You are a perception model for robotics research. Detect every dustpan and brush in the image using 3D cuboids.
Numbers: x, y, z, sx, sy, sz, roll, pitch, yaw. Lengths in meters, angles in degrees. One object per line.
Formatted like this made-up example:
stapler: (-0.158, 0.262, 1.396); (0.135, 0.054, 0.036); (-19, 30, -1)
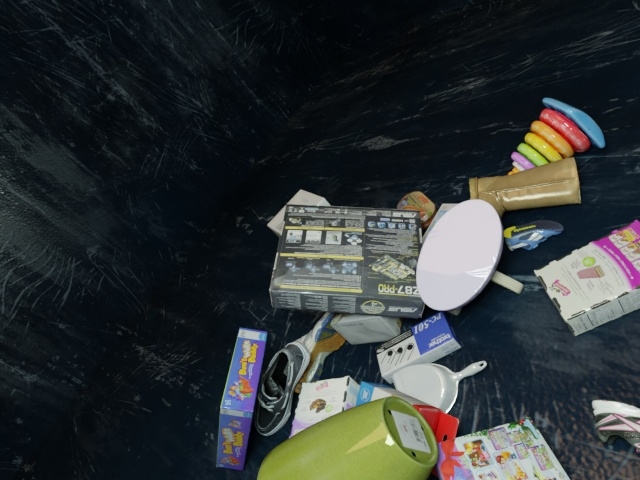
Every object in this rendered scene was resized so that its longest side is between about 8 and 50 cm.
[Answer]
dustpan and brush: (0.282, 0.327, 1.073); (0.211, 0.060, 0.147); (-40, 43, 23)

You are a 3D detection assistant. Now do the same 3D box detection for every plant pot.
plant pot: (0.073, 0.437, 0.890); (0.293, 0.275, 0.274); (-49, 26, 22)

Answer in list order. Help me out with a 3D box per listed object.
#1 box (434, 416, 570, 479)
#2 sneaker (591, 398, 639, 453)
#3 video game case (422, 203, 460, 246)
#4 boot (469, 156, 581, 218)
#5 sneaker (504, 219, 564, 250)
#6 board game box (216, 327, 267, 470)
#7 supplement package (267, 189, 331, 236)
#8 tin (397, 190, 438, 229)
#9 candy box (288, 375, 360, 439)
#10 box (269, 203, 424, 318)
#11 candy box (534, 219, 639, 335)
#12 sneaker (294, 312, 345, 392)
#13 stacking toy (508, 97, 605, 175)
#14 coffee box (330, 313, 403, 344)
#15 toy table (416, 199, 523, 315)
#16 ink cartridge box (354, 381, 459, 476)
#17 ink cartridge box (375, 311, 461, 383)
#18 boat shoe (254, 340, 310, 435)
box: (0.329, 0.455, 0.775); (0.201, 0.057, 0.293); (-14, 33, -1)
sneaker: (0.548, 0.317, 0.769); (0.178, 0.072, 0.077); (-16, 51, 51)
video game case: (0.402, -0.027, 1.403); (0.193, 0.023, 0.212); (6, 55, 53)
boot: (0.542, -0.094, 1.240); (0.270, 0.089, 0.235); (-8, 70, 24)
sneaker: (0.544, -0.012, 1.193); (0.144, 0.059, 0.053); (-12, 27, 13)
board game box: (-0.216, 0.440, 1.281); (0.233, 0.078, 0.347); (-84, 6, -48)
supplement package: (0.000, 0.000, 1.576); (0.175, 0.293, 0.178); (-48, 31, -9)
tin: (0.328, -0.102, 1.574); (0.106, 0.040, 0.189); (-42, 30, 10)
candy box: (0.011, 0.462, 1.203); (0.165, 0.070, 0.196); (-21, 38, 35)
box: (0.080, 0.044, 1.282); (0.396, 0.097, 0.318); (3, 48, 4)
candy box: (0.602, 0.079, 0.984); (0.234, 0.071, 0.159); (-31, 33, 19)
sneaker: (-0.022, 0.304, 1.402); (0.296, 0.112, 0.131); (-52, 31, -16)
stacking toy: (0.613, -0.236, 1.323); (0.301, 0.175, 0.165); (-49, 21, 19)
coffee box: (0.160, 0.144, 1.379); (0.168, 0.119, 0.297); (-16, 40, 37)
toy table: (0.360, 0.052, 1.143); (0.252, 0.161, 0.274); (40, 99, 35)
ink cartridge box: (0.176, 0.412, 1.025); (0.231, 0.078, 0.134); (6, 78, 53)
ink cartridge box: (0.244, 0.273, 1.190); (0.207, 0.046, 0.097); (-33, 33, 17)
boat shoe: (-0.126, 0.417, 1.278); (0.108, 0.102, 0.301); (33, 108, 25)
